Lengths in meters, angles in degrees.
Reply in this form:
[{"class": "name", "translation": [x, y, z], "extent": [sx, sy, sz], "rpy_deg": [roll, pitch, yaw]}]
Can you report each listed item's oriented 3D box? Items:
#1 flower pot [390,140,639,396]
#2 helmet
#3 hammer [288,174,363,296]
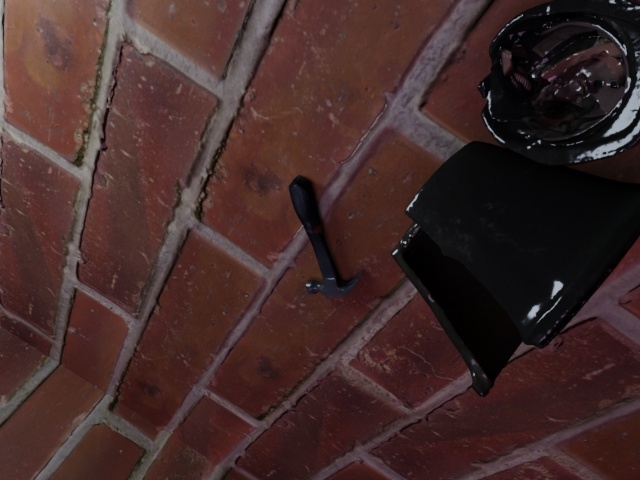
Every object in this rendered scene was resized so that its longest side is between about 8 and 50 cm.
[{"class": "flower pot", "translation": [0.273, 0.005, 0.767], "extent": [0.251, 0.379, 0.379], "rpy_deg": [40, 136, 21]}, {"class": "helmet", "translation": [0.321, -0.193, 0.631], "extent": [0.253, 0.154, 0.198], "rpy_deg": [23, 117, 53]}, {"class": "hammer", "translation": [0.000, 0.000, 1.049], "extent": [0.137, 0.037, 0.289], "rpy_deg": [0, 126, 26]}]
